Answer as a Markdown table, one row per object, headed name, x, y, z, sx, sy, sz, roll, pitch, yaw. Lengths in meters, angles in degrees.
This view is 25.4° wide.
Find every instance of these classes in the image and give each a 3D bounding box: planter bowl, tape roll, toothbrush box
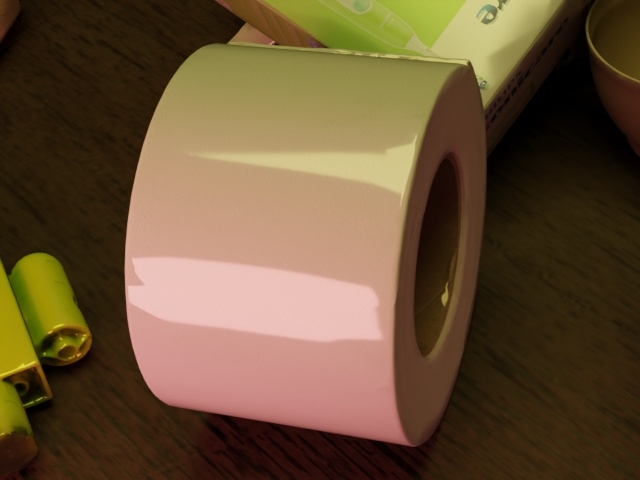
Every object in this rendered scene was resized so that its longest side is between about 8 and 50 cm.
| name | x | y | z | sx | sy | sz | roll | pitch | yaw |
| --- | --- | --- | --- | --- | --- | --- | --- | --- | --- |
| planter bowl | 0.285 | -0.123 | 1.089 | 0.162 | 0.109 | 0.162 | -5 | 44 | 5 |
| tape roll | 0.000 | 0.000 | 0.914 | 0.169 | 0.246 | 0.246 | 6 | 46 | 17 |
| toothbrush box | 0.062 | -0.221 | 1.110 | 0.283 | 0.122 | 0.206 | 35 | 86 | 16 |

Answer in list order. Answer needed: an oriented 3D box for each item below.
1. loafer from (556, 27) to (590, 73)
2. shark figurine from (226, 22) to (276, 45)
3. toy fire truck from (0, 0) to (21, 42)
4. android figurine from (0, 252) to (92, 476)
| name | x | y | z | sx | sy | sz | roll | pitch | yaw |
| --- | --- | --- | --- | --- | --- | --- | --- | --- | --- |
| loafer | 0.128 | -0.261 | 1.242 | 0.366 | 0.134 | 0.130 | 31 | 56 | 35 |
| shark figurine | -0.037 | -0.264 | 1.283 | 0.166 | 0.116 | 0.278 | -27 | 80 | 29 |
| toy fire truck | -0.398 | -0.294 | 1.287 | 0.217 | 0.246 | 0.158 | 6 | 46 | 16 |
| android figurine | -0.297 | 0.076 | 1.022 | 0.248 | 0.056 | 0.273 | -23 | 45 | -13 |
